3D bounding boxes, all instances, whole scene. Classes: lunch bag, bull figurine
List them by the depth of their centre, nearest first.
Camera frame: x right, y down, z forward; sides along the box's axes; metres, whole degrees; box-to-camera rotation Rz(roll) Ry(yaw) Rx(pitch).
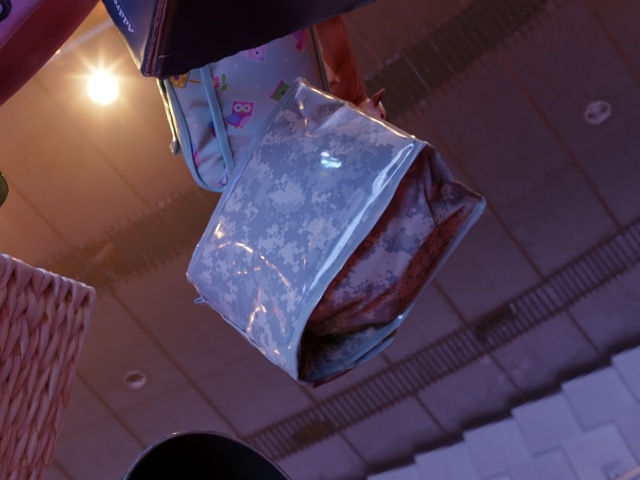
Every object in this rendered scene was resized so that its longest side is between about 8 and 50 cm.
[{"bbox_3d":[0.000,0.000,1.000,0.287,0.235,0.169,-54,-44,-1],"label":"lunch bag"},{"bbox_3d":[-0.107,-0.204,1.195,0.224,0.108,0.279,-22,-56,-13],"label":"lunch bag"},{"bbox_3d":[0.001,-0.267,1.393,0.101,0.188,0.310,-4,-61,39],"label":"bull figurine"}]

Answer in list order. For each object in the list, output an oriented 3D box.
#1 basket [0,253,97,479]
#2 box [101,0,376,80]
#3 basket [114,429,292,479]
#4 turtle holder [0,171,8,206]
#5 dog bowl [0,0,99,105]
[{"bbox_3d":[-0.436,0.134,0.829,0.328,0.331,0.266,9,-9,24],"label":"basket"},{"bbox_3d":[-0.099,-0.475,0.720,0.297,0.480,0.472,-25,-10,-25],"label":"box"},{"bbox_3d":[-0.117,0.257,0.679,0.154,0.204,0.227,-33,1,-38],"label":"basket"},{"bbox_3d":[-0.575,0.009,1.221,0.320,0.227,0.243,1,-79,0],"label":"turtle holder"},{"bbox_3d":[-0.387,-0.291,1.065,0.150,0.408,0.408,42,-69,-12],"label":"dog bowl"}]
